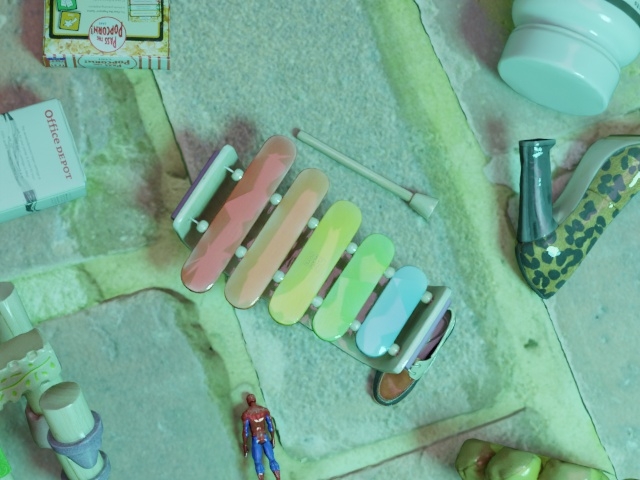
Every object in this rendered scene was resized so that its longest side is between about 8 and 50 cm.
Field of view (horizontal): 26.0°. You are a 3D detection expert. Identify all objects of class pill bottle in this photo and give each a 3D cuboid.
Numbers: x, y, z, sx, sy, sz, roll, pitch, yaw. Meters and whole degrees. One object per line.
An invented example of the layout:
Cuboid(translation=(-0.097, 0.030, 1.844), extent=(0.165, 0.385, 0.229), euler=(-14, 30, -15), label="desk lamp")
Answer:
Cuboid(translation=(0.320, -0.300, 1.620), extent=(0.161, 0.161, 0.283), euler=(25, 78, -1), label="pill bottle")

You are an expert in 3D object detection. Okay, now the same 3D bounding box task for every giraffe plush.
Cuboid(translation=(0.241, 0.321, 1.504), extent=(0.210, 0.181, 0.170), euler=(19, 82, -37), label="giraffe plush")

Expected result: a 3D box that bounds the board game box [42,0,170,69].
Cuboid(translation=(-0.247, -0.298, 1.613), extent=(0.147, 0.045, 0.193), euler=(1, 79, -7), label="board game box")

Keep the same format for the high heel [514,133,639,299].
Cuboid(translation=(0.348, -0.030, 1.626), extent=(0.261, 0.093, 0.186), euler=(-3, 97, -16), label="high heel")

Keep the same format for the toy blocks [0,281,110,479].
Cuboid(translation=(-0.344, 0.256, 1.396), extent=(0.289, 0.309, 0.260), euler=(-28, 126, -18), label="toy blocks")

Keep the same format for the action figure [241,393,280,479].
Cuboid(translation=(-0.067, 0.227, 1.542), extent=(0.038, 0.030, 0.115), euler=(-8, 75, -14), label="action figure")

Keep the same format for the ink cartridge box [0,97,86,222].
Cuboid(translation=(-0.347, -0.083, 1.551), extent=(0.151, 0.063, 0.109), euler=(-18, 81, -10), label="ink cartridge box")

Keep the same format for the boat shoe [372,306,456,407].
Cuboid(translation=(0.107, 0.130, 1.573), extent=(0.049, 0.043, 0.137), euler=(39, 79, 0), label="boat shoe")

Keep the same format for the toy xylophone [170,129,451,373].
Cuboid(translation=(0.000, 0.000, 1.565), extent=(0.323, 0.081, 0.236), euler=(25, 77, 0), label="toy xylophone")
